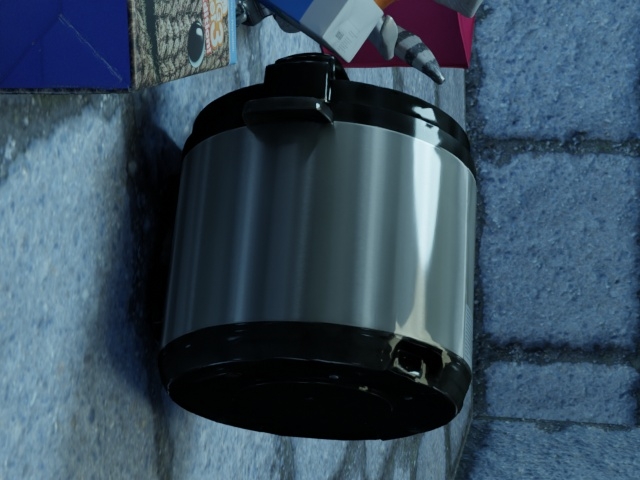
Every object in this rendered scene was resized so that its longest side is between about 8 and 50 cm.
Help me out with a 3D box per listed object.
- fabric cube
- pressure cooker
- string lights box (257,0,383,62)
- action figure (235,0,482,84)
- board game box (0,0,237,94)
[{"bbox_3d":[0.130,-0.465,2.359,0.254,0.259,0.258,72,24,-56],"label":"fabric cube"},{"bbox_3d":[0.006,0.001,1.663,0.370,0.375,0.420,-30,-130,56],"label":"pressure cooker"},{"bbox_3d":[-0.062,-0.317,1.627,0.076,0.260,0.133,-54,166,4],"label":"string lights box"},{"bbox_3d":[0.004,-0.300,1.858,0.341,0.330,0.178,-41,134,-27],"label":"action figure"},{"bbox_3d":[-0.193,-0.269,1.345,0.291,0.141,0.232,-41,131,-71],"label":"board game box"}]
